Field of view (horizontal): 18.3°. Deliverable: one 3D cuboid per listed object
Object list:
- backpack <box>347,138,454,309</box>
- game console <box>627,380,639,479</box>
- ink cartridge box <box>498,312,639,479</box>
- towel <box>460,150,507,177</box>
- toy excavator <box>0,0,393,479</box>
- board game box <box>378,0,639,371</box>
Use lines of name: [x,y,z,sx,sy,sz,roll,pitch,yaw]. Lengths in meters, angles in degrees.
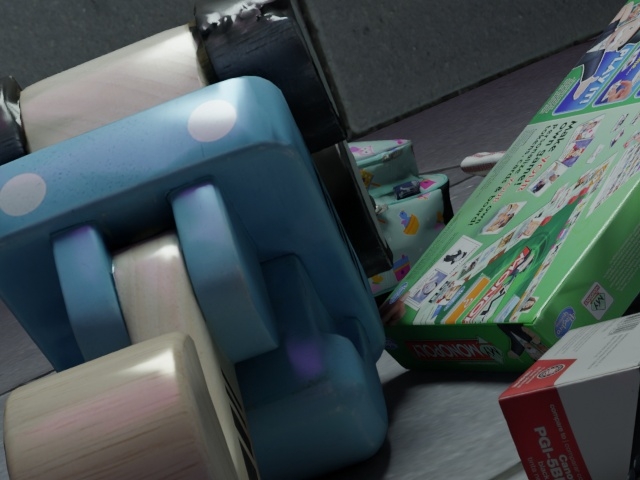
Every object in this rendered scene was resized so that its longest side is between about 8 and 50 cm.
backpack: [0.000,0.000,1.568,0.188,0.144,0.166,-29,16,-35]
game console: [0.094,0.104,0.697,0.085,0.124,0.144,6,5,-5]
ink cartridge box: [0.164,0.065,0.893,0.135,0.056,0.099,-17,8,32]
towel: [0.229,-0.066,1.592,0.197,0.029,0.144,2,-5,-29]
toy excavator: [-0.061,0.063,1.027,0.222,0.445,0.433,-21,-35,3]
board game box: [0.181,-0.049,1.253,0.317,0.046,0.213,-50,18,-19]
